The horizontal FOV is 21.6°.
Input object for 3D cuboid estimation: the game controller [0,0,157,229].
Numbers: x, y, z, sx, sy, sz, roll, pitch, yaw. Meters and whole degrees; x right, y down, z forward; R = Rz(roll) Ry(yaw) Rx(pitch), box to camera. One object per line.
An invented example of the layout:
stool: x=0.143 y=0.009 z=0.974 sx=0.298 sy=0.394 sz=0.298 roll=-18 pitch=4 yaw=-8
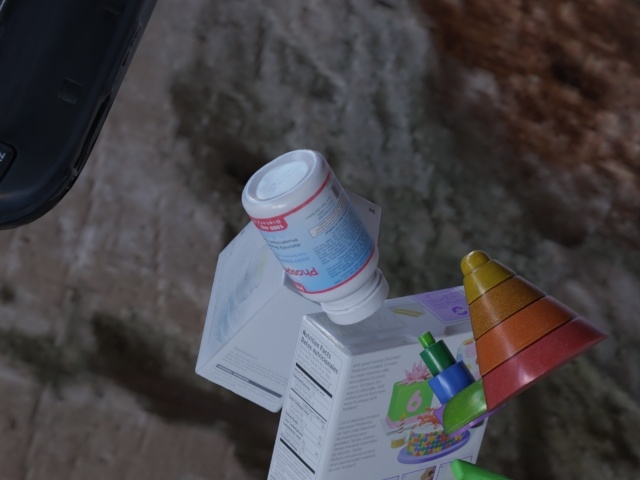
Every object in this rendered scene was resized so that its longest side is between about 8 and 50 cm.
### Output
game controller: x=-0.130 y=-0.170 z=0.700 sx=0.067 sy=0.166 sz=0.319 roll=42 pitch=-108 yaw=-85

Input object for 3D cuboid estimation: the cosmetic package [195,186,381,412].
cosmetic package: x=-0.042 y=0.065 z=2.233 sx=0.225 sy=0.138 sz=0.224 roll=-44 pitch=26 yaw=39

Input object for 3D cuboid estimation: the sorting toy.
sorting toy: x=0.144 y=0.093 z=1.535 sx=0.127 sy=0.126 sz=0.365 roll=-31 pitch=-8 yaw=-14

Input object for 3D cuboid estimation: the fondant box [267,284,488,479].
fondant box: x=0.070 y=0.228 z=1.926 sx=0.096 sy=0.238 sz=0.330 roll=41 pitch=129 yaw=42

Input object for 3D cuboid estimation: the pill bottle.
pill bottle: x=0.000 y=0.000 z=1.565 sx=0.087 sy=0.160 sz=0.087 roll=-23 pitch=31 yaw=15

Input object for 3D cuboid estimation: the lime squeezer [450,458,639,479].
lime squeezer: x=0.268 y=0.233 z=1.559 sx=0.110 sy=0.310 sz=0.059 roll=60 pitch=144 yaw=35
